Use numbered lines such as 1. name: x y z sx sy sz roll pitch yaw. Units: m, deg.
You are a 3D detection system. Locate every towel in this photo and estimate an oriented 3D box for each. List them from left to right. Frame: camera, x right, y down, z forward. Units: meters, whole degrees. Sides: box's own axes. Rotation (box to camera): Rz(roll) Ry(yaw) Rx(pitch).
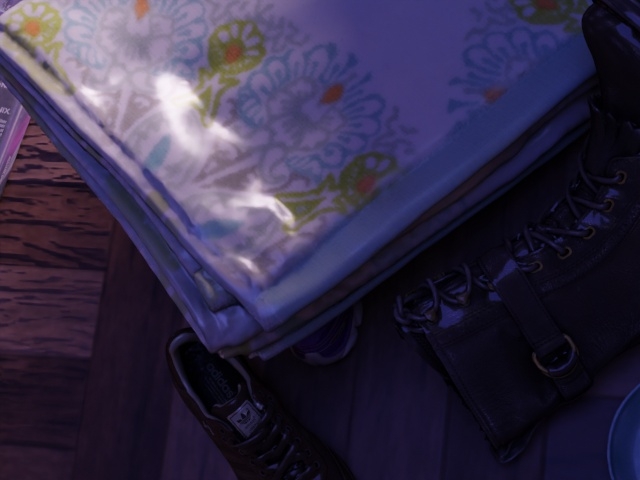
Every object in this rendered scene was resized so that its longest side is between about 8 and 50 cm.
1. towel: -0.005 -0.130 1.002 0.374 0.090 0.320 -35 65 -15

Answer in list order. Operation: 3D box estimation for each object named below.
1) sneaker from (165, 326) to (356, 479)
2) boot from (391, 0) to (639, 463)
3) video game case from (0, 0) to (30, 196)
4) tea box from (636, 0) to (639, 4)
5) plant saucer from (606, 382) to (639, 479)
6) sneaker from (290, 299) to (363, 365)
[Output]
1. sneaker: -0.045 0.135 0.986 0.066 0.071 0.188 -44 68 -2
2. boot: 0.147 0.000 0.910 0.229 0.091 0.263 -28 114 1
3. video game case: -0.297 -0.181 1.172 0.196 0.026 0.274 14 77 18
4. tea box: 0.217 -0.398 1.002 0.323 0.220 0.329 -43 69 0
5. plant saucer: 0.245 0.138 0.938 0.119 0.021 0.119 -4 73 14
6. sneaker: 0.000 0.000 1.016 0.068 0.071 0.170 -7 71 12
